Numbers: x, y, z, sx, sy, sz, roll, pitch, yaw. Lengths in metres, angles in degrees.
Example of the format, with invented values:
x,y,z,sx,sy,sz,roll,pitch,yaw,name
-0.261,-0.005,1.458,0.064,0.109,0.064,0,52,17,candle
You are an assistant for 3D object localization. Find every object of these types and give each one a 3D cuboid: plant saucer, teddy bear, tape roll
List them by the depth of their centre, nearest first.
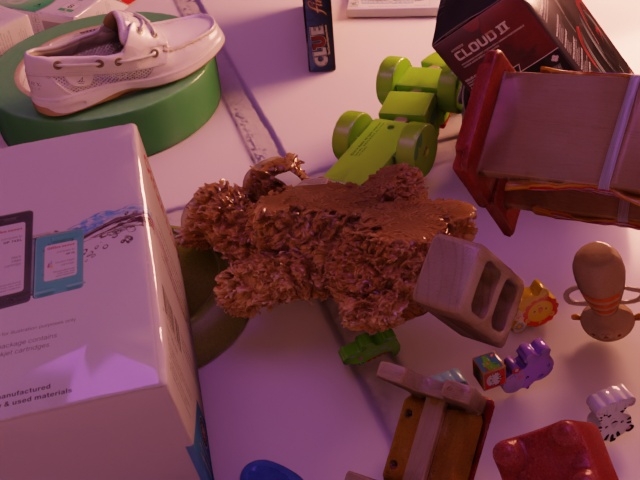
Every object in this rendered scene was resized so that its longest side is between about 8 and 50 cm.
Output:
x,y,z,sx,sy,sz,roll,pitch,yaw,name
0.000,0.000,0.853,0.338,0.113,0.245,9,32,29,teddy bear
-0.190,0.054,0.906,0.241,0.037,0.241,-3,40,3,plant saucer
-0.306,-0.225,1.228,0.321,0.077,0.321,-4,39,3,tape roll

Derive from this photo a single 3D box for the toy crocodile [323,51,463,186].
x,y,z,sx,sy,sz,roll,pitch,yaw,name
0.108,-0.140,1.065,0.115,0.105,0.340,10,46,28,toy crocodile

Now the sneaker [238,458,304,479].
x,y,z,sx,sy,sz,roll,pitch,yaw,name
-0.017,0.206,0.663,0.058,0.084,0.152,-25,43,-22,sneaker

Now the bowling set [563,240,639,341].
x,y,z,sx,sy,sz,roll,pitch,yaw,name
0.351,0.105,0.715,0.287,0.154,0.200,-3,52,22,bowling set

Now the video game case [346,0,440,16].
x,y,z,sx,sy,sz,roll,pitch,yaw,name
0.128,-0.416,1.450,0.157,0.019,0.143,1,40,9,video game case

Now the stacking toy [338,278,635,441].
x,y,z,sx,sy,sz,roll,pitch,yaw,name
0.146,0.128,0.769,0.221,0.052,0.167,-16,37,-8,stacking toy

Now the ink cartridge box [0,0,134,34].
x,y,z,sx,sy,sz,roll,pitch,yaw,name
-0.434,-0.428,1.509,0.181,0.056,0.224,13,45,21,ink cartridge box

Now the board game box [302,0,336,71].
x,y,z,sx,sy,sz,roll,pitch,yaw,name
-0.009,-0.391,1.323,0.042,0.165,0.243,-5,39,1,board game box

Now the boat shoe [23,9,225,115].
x,y,z,sx,sy,sz,roll,pitch,yaw,name
-0.250,-0.253,1.119,0.277,0.096,0.098,-29,45,-26,boat shoe

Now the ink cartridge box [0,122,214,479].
x,y,z,sx,sy,sz,roll,pitch,yaw,name
-0.215,0.076,0.718,0.197,0.198,0.270,-12,50,-4,ink cartridge box

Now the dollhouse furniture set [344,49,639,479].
x,y,z,sx,sy,sz,roll,pitch,yaw,name
0.189,0.049,0.658,0.201,0.152,0.374,12,78,32,dollhouse furniture set

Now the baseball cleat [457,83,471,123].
x,y,z,sx,sy,sz,roll,pitch,yaw,name
0.230,-0.188,1.090,0.072,0.109,0.206,3,37,25,baseball cleat

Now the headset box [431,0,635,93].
x,y,z,sx,sy,sz,roll,pitch,yaw,name
0.245,-0.215,0.978,0.110,0.293,0.218,-30,26,33,headset box

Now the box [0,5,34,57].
x,y,z,sx,sy,sz,roll,pitch,yaw,name
-0.545,-0.290,1.322,0.130,0.091,0.170,24,48,31,box
